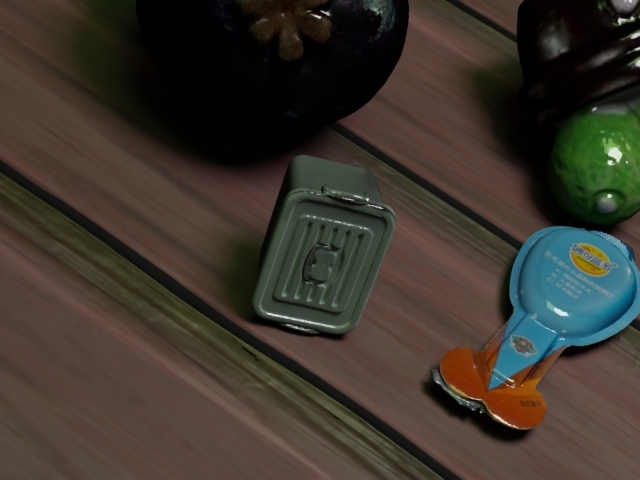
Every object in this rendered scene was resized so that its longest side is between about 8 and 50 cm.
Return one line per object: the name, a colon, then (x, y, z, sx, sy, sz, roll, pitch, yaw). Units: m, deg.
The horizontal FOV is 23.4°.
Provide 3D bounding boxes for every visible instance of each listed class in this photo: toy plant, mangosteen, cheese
toy plant: (0.271, -0.116, 1.325, 0.218, 0.175, 0.235, -18, 83, -26)
mangosteen: (-0.042, -0.194, 1.243, 0.243, 0.243, 0.243, 12, 44, -11)
cheese: (0.175, 0.059, 1.191, 0.106, 0.037, 0.256, 34, 45, 14)

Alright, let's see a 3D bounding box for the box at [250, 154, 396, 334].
box: (0.000, 0.000, 1.122, 0.084, 0.122, 0.069, 13, 32, -12)
